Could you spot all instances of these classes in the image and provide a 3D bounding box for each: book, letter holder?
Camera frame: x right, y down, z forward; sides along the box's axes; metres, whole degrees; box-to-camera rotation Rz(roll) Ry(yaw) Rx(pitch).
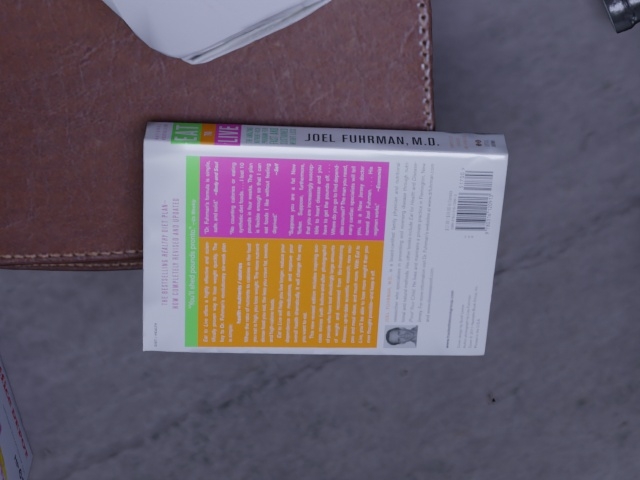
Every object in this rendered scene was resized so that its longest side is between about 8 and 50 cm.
[{"bbox_3d":[0.000,0.000,0.680,0.144,0.035,0.096,3,121,-2],"label":"book"},{"bbox_3d":[-0.099,-0.048,0.757,0.301,0.152,0.214,-3,120,3],"label":"letter holder"}]

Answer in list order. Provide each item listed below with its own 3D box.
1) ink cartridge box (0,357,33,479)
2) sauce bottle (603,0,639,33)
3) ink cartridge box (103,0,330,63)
[{"bbox_3d":[-0.191,0.115,0.859,0.052,0.122,0.089,-10,118,2],"label":"ink cartridge box"},{"bbox_3d":[0.191,-0.133,0.764,0.128,0.042,0.042,-20,115,11],"label":"sauce bottle"},{"bbox_3d":[-0.017,-0.233,0.586,0.201,0.278,0.117,44,155,-19],"label":"ink cartridge box"}]
